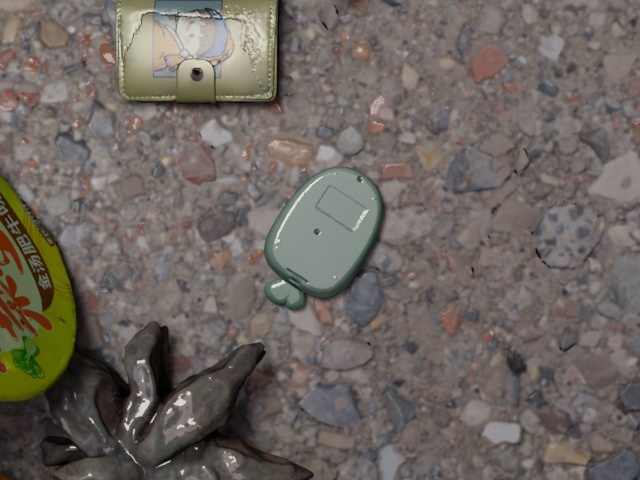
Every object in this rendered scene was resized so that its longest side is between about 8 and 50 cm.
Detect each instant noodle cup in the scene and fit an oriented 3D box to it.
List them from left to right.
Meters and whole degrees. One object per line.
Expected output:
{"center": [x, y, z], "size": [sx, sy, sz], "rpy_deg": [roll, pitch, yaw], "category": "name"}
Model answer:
{"center": [-0.397, 0.061, 0.982], "size": [0.221, 0.311, 0.311], "rpy_deg": [-34, 91, 18], "category": "instant noodle cup"}

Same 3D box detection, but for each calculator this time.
{"center": [0.000, 0.000, 1.083], "size": [0.095, 0.021, 0.153], "rpy_deg": [33, 91, 1], "category": "calculator"}

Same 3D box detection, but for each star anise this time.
{"center": [-0.150, 0.230, 1.042], "size": [0.359, 0.139, 0.316], "rpy_deg": [45, 104, 5], "category": "star anise"}

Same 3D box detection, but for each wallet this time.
{"center": [-0.117, -0.185, 1.069], "size": [0.155, 0.039, 0.110], "rpy_deg": [1, 92, 4], "category": "wallet"}

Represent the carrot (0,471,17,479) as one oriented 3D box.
{"center": [-0.295, 0.354, 1.033], "size": [0.258, 0.100, 0.307], "rpy_deg": [-16, 105, 33], "category": "carrot"}
